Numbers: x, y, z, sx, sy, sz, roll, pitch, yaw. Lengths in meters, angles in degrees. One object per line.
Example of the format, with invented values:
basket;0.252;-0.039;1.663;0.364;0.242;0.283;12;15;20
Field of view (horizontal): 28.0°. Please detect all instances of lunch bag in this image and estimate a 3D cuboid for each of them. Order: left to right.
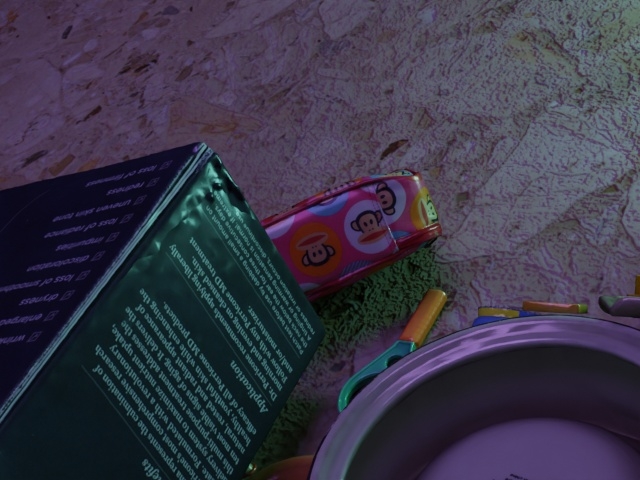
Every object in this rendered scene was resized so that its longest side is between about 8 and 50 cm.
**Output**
lunch bag;0.000;0.000;1.653;0.293;0.120;0.258;-22;3;-2

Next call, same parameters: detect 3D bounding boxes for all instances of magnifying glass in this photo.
magnifying glass;0.095;0.143;1.543;0.092;0.026;0.231;5;42;32

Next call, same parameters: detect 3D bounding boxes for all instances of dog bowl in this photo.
dog bowl;0.198;0.260;1.225;0.408;0.150;0.408;-13;36;10

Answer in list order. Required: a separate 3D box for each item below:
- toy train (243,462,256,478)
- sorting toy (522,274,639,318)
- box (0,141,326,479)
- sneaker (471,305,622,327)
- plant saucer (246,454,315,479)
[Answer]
toy train;-0.135;0.273;1.442;0.166;0.046;0.125;-19;29;38
sorting toy;0.389;0.061;1.349;0.347;0.047;0.196;3;-2;8
box;-0.329;0.177;1.410;0.480;0.297;0.472;-9;33;37
sneaker;0.271;0.127;1.454;0.209;0.069;0.082;5;73;21
plant saucer;-0.028;0.303;1.380;0.200;0.037;0.200;-13;35;10
